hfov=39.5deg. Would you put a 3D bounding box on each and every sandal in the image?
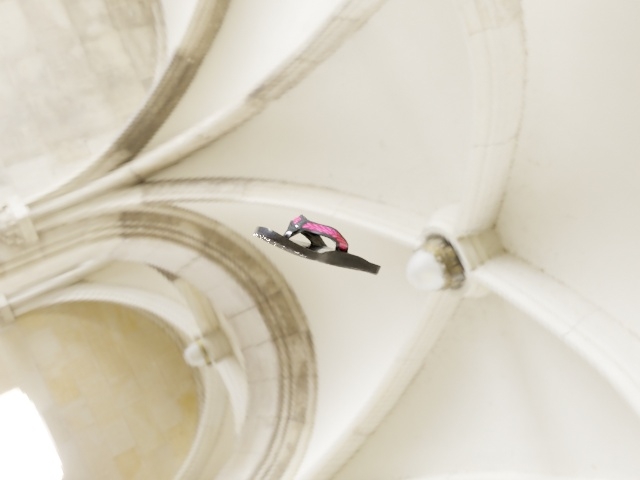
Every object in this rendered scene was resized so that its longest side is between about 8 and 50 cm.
[{"bbox_3d":[0.000,0.000,0.929,0.067,0.179,0.040,24,-84,42],"label":"sandal"}]
